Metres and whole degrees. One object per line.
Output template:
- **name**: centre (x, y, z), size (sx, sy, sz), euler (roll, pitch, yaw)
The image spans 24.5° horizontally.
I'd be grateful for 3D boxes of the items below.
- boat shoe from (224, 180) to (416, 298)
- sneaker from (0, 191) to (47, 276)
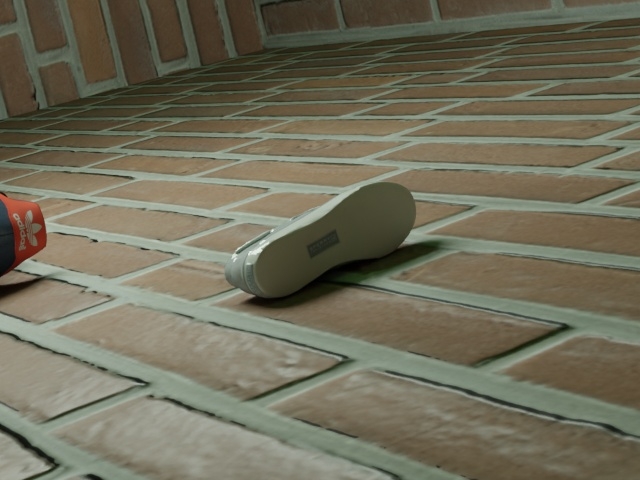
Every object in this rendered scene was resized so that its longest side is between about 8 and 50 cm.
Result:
- **boat shoe**: centre (0.000, 0.000, 1.237), size (0.184, 0.066, 0.063), euler (-32, 22, -33)
- **sneaker**: centre (-0.419, -0.006, 1.567), size (0.148, 0.131, 0.350), euler (-14, 16, -42)
